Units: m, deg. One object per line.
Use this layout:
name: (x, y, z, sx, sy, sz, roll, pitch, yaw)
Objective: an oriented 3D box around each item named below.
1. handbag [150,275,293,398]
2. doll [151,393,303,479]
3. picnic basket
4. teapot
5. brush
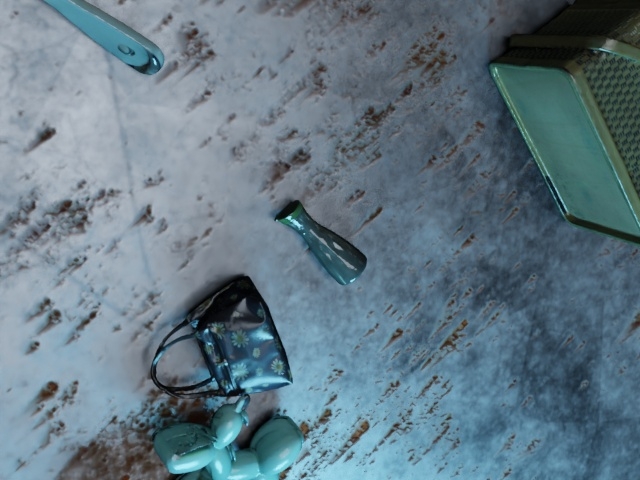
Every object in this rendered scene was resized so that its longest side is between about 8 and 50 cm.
handbag: (-0.108, 0.118, 0.973, 0.139, 0.072, 0.115, -24, 114, -14)
doll: (-0.093, 0.233, 1.001, 0.158, 0.059, 0.159, -27, 131, -17)
picnic basket: (0.329, -0.135, 1.063, 0.139, 0.165, 0.267, -37, 112, -11)
teapot: (0.000, 0.000, 1.013, 0.110, 0.043, 0.043, 43, 82, -23)
brush: (-0.257, -0.253, 0.841, 0.297, 0.068, 0.060, 33, 64, -30)
